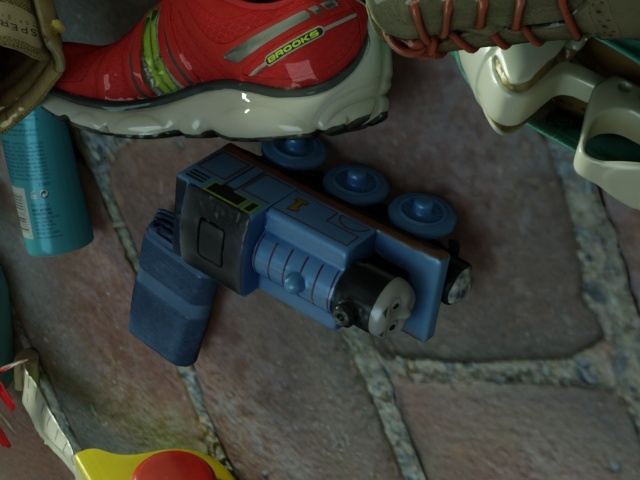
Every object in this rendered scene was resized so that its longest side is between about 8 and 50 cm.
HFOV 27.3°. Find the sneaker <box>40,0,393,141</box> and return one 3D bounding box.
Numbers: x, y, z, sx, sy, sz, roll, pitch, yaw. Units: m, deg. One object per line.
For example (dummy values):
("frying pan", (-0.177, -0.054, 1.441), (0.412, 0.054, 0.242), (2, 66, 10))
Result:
("sneaker", (-0.070, -0.124, 0.809), (0.279, 0.107, 0.118), (4, 101, 37))

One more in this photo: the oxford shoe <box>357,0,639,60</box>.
("oxford shoe", (0.092, -0.117, 0.581), (0.348, 0.130, 0.123), (28, 165, 34))

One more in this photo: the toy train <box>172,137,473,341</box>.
("toy train", (0.000, 0.000, 0.800), (0.184, 0.105, 0.080), (29, 133, 25))

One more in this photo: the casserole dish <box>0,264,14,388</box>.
("casserole dish", (-0.319, 0.066, 1.181), (0.114, 0.037, 0.188), (28, 131, 26))

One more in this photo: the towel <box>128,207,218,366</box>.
("towel", (-0.107, 0.037, 0.977), (0.067, 0.029, 0.119), (36, 134, 19))

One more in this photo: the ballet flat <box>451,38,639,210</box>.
("ballet flat", (0.134, -0.073, 0.646), (0.247, 0.087, 0.083), (33, 136, 22))

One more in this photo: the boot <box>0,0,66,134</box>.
("boot", (-0.196, -0.204, 0.781), (0.262, 0.095, 0.203), (-53, 44, 50))

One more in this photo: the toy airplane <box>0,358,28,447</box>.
("toy airplane", (-0.304, 0.123, 1.157), (0.151, 0.028, 0.151), (22, 128, 30))

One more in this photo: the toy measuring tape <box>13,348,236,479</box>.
("toy measuring tape", (-0.147, 0.191, 1.087), (0.330, 0.121, 0.121), (47, 143, 42))

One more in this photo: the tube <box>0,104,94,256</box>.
("tube", (-0.217, -0.091, 0.981), (0.080, 0.052, 0.207), (5, 114, 34))
